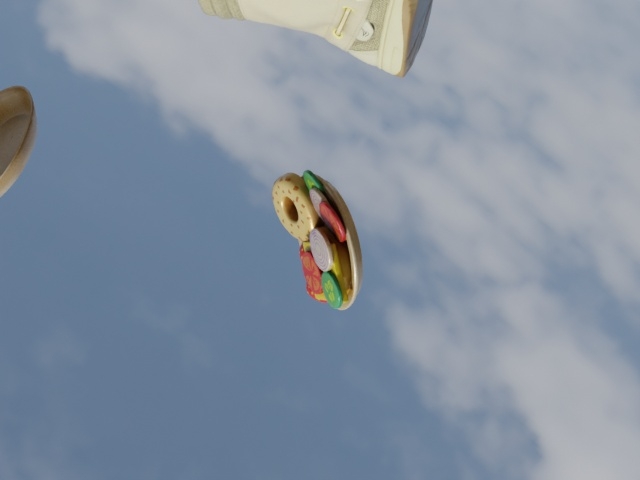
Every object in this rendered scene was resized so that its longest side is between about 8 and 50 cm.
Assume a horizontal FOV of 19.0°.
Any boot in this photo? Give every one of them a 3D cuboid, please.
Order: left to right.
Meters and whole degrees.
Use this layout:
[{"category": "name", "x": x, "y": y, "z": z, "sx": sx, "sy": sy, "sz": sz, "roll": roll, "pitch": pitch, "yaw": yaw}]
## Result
[{"category": "boot", "x": -0.006, "y": -0.259, "z": 1.534, "sx": 0.203, "sy": 0.262, "sz": 0.095, "roll": 17, "pitch": -128, "yaw": 11}]

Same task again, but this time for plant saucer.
[{"category": "plant saucer", "x": -0.182, "y": -0.047, "z": 1.060, "sx": 0.015, "sy": 0.083, "sz": 0.083, "roll": 35, "pitch": -152, "yaw": -33}]

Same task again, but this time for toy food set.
[{"category": "toy food set", "x": 0.000, "y": 0.000, "z": 1.085, "sx": 0.020, "sy": 0.082, "sz": 0.083, "roll": -15, "pitch": -83, "yaw": -21}]
